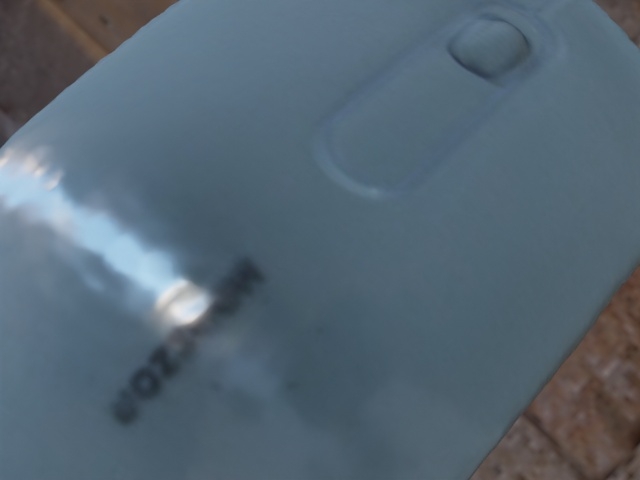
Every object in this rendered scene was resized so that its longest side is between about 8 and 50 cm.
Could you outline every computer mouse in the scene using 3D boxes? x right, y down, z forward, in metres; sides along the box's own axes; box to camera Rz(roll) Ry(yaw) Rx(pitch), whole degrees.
[{"bbox_3d":[0.000,0.000,0.397,0.231,0.128,0.079,-49,-4,-27],"label":"computer mouse"}]
